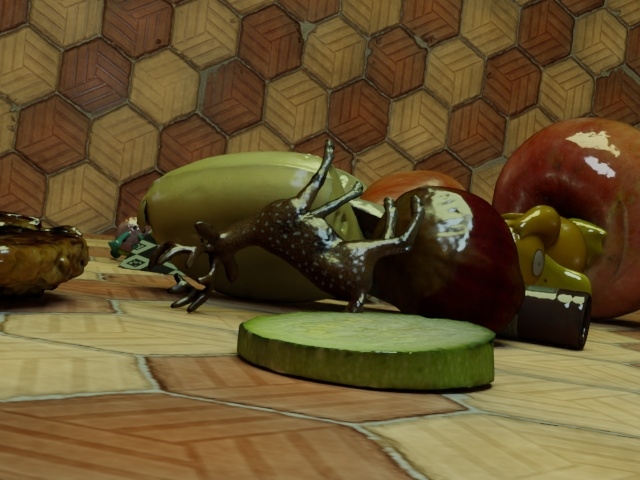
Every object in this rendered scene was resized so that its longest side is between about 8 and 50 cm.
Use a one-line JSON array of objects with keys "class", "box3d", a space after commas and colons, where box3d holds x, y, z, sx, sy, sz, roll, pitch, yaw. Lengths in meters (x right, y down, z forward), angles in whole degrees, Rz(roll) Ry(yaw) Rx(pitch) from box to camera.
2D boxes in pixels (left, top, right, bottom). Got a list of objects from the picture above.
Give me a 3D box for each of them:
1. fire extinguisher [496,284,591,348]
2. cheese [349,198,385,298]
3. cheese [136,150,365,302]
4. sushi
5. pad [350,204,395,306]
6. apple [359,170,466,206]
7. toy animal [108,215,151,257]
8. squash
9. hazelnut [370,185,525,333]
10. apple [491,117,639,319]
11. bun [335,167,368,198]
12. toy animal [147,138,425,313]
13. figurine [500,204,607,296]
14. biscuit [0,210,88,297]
[{"class": "fire extinguisher", "box3d": [0.226, 0.093, 1.227, 0.231, 0.071, 0.099, 6, -27, 26]}, {"class": "cheese", "box3d": [-0.001, 0.002, 1.611, 0.248, 0.173, 0.251, 16, 3, 6]}, {"class": "cheese", "box3d": [-0.098, -0.017, 1.290, 0.316, 0.128, 0.259, -2, -43, 22]}, {"class": "sushi", "box3d": [-0.187, -0.010, 1.738, 0.290, 0.050, 0.264, 6, 25, 10]}, {"class": "pad", "box3d": [0.014, -0.001, 1.354, 0.300, 0.005, 0.202, 24, -32, -2]}, {"class": "apple", "box3d": [0.159, -0.015, 1.816, 0.241, 0.242, 0.242, 0, -1, 20]}, {"class": "toy animal", "box3d": [-0.368, 0.007, 1.882, 0.103, 0.100, 0.208, -33, 7, -3]}, {"class": "squash", "box3d": [0.035, 0.092, 0.809, 0.219, 0.041, 0.219, 2, 3, 0]}, {"class": "hazelnut", "box3d": [0.148, 0.030, 1.138, 0.170, 0.201, 0.160, -16, -27, -3]}, {"class": "apple", "box3d": [0.497, -0.042, 1.726, 0.364, 0.364, 0.364, 7, 1, 0]}, {"class": "bun", "box3d": [-0.064, -0.057, 2.014, 0.361, 0.213, 0.361, -13, 3, 1]}, {"class": "toy animal", "box3d": [-0.038, 0.002, 1.070, 0.243, 0.260, 0.087, 29, -26, 36]}, {"class": "figurine", "box3d": [0.331, 0.033, 1.510, 0.215, 0.215, 0.228, 7, 21, 15]}, {"class": "biscuit", "box3d": [-0.396, 0.016, 0.993, 0.289, 0.081, 0.334, 8, 5, 14]}]
